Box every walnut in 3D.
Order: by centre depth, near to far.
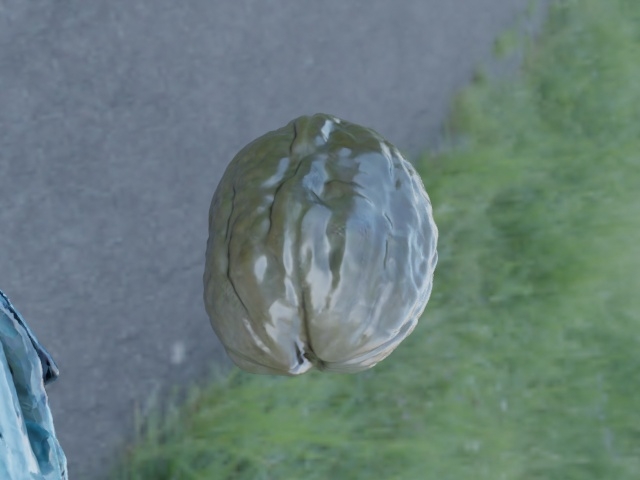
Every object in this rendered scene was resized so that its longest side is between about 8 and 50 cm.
[{"bbox_3d":[-0.001,-0.001,1.042,0.178,0.178,0.230,56,24,-44],"label":"walnut"}]

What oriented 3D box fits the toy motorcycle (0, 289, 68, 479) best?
[{"bbox_3d":[-0.204,0.117,0.728,0.260,0.154,0.206,71,24,-51],"label":"toy motorcycle"}]
